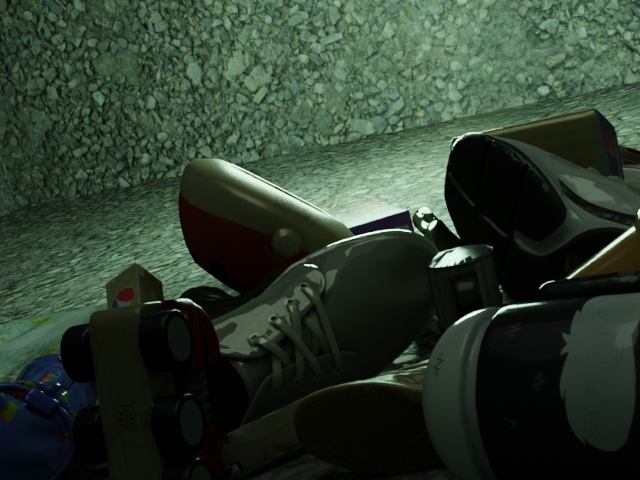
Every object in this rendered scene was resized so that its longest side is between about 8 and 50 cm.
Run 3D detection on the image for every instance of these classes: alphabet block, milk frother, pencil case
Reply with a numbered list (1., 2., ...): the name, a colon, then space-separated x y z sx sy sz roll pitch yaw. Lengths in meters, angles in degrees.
1. alphabet block: 0.303 -0.056 1.779 0.197 0.193 0.192 -11 -8 20
2. milk frother: 0.205 0.075 1.508 0.143 0.135 0.129 -17 13 -13
3. pencil case: -0.308 0.196 1.468 0.119 0.133 0.306 28 0 -2

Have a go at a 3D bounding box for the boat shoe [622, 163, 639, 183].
1. boat shoe: 0.362 -0.037 1.931 0.367 0.136 0.156 4 23 32

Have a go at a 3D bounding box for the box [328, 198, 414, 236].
1. box: 0.000 0.000 2.356 0.293 0.057 0.201 -17 11 -12

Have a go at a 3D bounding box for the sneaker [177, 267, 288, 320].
1. sneaker: -0.113 0.121 1.838 0.286 0.109 0.130 -15 18 36

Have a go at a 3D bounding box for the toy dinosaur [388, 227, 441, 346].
1. toy dinosaur: 0.120 0.088 1.664 0.112 0.064 0.211 -35 56 -27

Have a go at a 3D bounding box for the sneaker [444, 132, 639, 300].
1. sneaker: 0.360 -0.011 1.588 0.257 0.169 0.447 -9 30 -33

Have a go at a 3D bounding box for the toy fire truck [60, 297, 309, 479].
1. toy fire truck: -0.118 0.164 1.330 0.158 0.217 0.246 -11 -3 22

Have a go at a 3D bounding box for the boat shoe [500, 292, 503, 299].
1. boat shoe: 0.126 0.082 1.740 0.223 0.073 0.080 8 19 10

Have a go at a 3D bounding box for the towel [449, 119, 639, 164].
1. towel: 0.401 -0.127 2.080 0.329 0.037 0.237 13 -9 -26

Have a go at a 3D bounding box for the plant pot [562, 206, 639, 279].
1. plant pot: 0.310 0.078 1.257 0.188 0.205 0.205 -28 7 15

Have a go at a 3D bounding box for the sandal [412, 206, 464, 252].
1. sandal: 0.171 0.029 1.921 0.086 0.120 0.303 -42 7 6

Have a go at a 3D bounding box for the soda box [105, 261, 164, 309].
1. soda box: -0.253 0.118 1.839 0.061 0.058 0.181 -35 38 16

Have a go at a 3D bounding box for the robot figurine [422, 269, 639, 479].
1. robot figurine: 0.222 0.133 1.109 0.278 0.174 0.209 -7 10 34

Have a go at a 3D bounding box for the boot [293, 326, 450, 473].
1. boot: 0.114 0.150 1.352 0.262 0.095 0.203 -11 12 11

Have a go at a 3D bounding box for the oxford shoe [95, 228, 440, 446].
1. oxford shoe: -0.038 0.123 1.489 0.449 0.169 0.130 -26 1 -18

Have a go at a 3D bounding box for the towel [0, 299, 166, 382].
1. towel: -0.439 0.181 1.938 0.320 0.090 0.374 -6 13 33

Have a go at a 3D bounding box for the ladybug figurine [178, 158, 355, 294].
1. ladybug figurine: -0.092 -0.004 2.041 0.305 0.162 0.449 27 2 -8
